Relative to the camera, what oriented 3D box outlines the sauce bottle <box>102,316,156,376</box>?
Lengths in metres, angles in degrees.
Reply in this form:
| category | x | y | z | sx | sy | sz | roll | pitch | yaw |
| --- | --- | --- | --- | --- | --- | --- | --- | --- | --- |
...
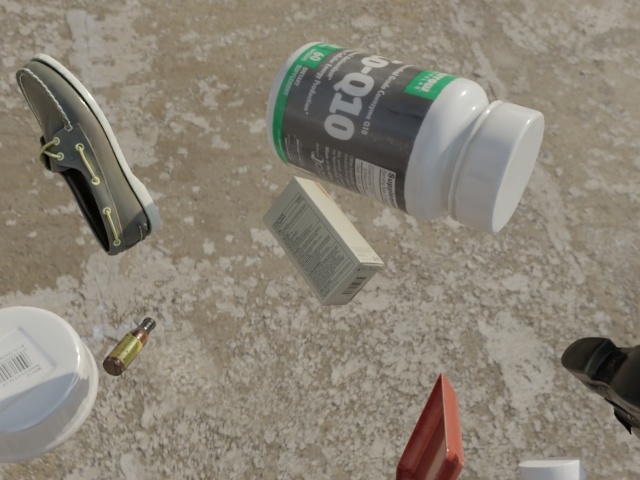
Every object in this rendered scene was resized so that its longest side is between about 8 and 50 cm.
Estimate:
| category | x | y | z | sx | sy | sz | roll | pitch | yaw |
| --- | --- | --- | --- | --- | --- | --- | --- | --- | --- |
| sauce bottle | -0.343 | 0.189 | 1.026 | 0.042 | 0.042 | 0.128 | 25 | 34 | 3 |

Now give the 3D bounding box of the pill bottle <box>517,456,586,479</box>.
| category | x | y | z | sx | sy | sz | roll | pitch | yaw |
| --- | --- | --- | --- | --- | --- | --- | --- | --- | --- |
| pill bottle | 0.310 | 0.379 | 0.710 | 0.108 | 0.108 | 0.193 | -4 | 74 | -15 |

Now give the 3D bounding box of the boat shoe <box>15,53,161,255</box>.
| category | x | y | z | sx | sy | sz | roll | pitch | yaw |
| --- | --- | --- | --- | --- | --- | --- | --- | --- | --- |
| boat shoe | -0.351 | -0.119 | 0.831 | 0.091 | 0.109 | 0.305 | -44 | 118 | -36 |

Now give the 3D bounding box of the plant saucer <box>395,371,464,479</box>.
| category | x | y | z | sx | sy | sz | roll | pitch | yaw |
| --- | --- | --- | --- | --- | --- | --- | --- | --- | --- |
| plant saucer | 0.200 | 0.417 | 1.046 | 0.048 | 0.258 | 0.259 | 20 | 19 | 4 |

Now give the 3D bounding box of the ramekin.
| category | x | y | z | sx | sy | sz | roll | pitch | yaw |
| --- | --- | --- | --- | --- | --- | --- | --- | --- | --- |
| ramekin | -0.571 | 0.259 | 1.062 | 0.277 | 0.135 | 0.277 | 8 | 55 | -11 |

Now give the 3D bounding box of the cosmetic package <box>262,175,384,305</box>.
| category | x | y | z | sx | sy | sz | roll | pitch | yaw |
| --- | --- | --- | --- | --- | --- | --- | --- | --- | --- |
| cosmetic package | 0.000 | 0.000 | 0.532 | 0.041 | 0.060 | 0.115 | 7 | 41 | -52 |

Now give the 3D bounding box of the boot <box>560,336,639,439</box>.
| category | x | y | z | sx | sy | sz | roll | pitch | yaw |
| --- | --- | --- | --- | --- | --- | --- | --- | --- | --- |
| boot | 0.489 | 0.247 | 0.803 | 0.091 | 0.263 | 0.229 | -46 | 99 | -4 |

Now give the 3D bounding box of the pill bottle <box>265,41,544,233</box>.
| category | x | y | z | sx | sy | sz | roll | pitch | yaw |
| --- | --- | --- | --- | --- | --- | --- | --- | --- | --- |
| pill bottle | 0.116 | -0.152 | 0.826 | 0.361 | 0.204 | 0.204 | 24 | 54 | 27 |
